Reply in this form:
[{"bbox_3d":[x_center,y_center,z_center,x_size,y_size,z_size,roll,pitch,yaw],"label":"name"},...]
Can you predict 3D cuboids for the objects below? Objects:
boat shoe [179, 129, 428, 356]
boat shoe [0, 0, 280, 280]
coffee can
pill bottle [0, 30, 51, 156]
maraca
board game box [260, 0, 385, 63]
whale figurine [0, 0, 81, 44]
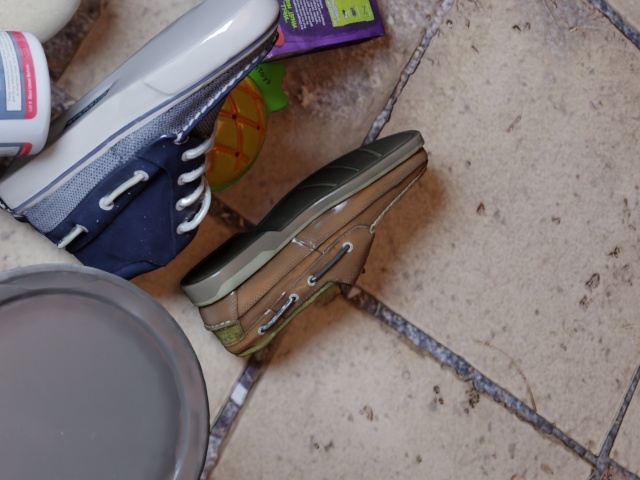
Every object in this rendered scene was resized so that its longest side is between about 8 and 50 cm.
[{"bbox_3d":[0.000,0.000,1.129,0.307,0.111,0.104,-36,106,-14],"label":"boat shoe"},{"bbox_3d":[-0.132,-0.084,0.966,0.158,0.340,0.127,46,34,-23],"label":"boat shoe"},{"bbox_3d":[-0.225,0.121,0.762,0.201,0.275,0.201,2,86,-29],"label":"coffee can"},{"bbox_3d":[-0.325,-0.121,0.887,0.180,0.108,0.108,-5,89,-30],"label":"pill bottle"},{"bbox_3d":[-0.101,-0.132,1.084,0.127,0.099,0.186,50,60,-27],"label":"maraca"},{"bbox_3d":[-0.053,-0.363,1.108,0.208,0.056,0.347,-23,98,-53],"label":"board game box"},{"bbox_3d":[-0.327,-0.288,0.931,0.216,0.141,0.272,-37,127,8],"label":"whale figurine"}]
